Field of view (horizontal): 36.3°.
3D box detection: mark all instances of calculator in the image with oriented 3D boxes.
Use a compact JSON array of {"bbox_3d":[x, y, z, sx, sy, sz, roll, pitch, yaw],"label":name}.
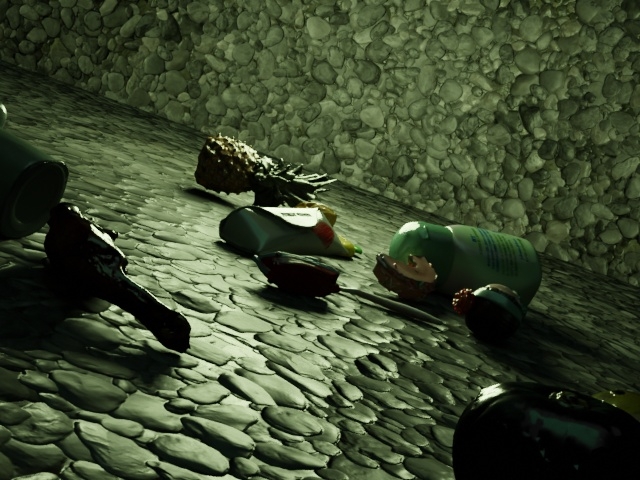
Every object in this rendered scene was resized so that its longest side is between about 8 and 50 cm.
[{"bbox_3d":[0.000,0.000,2.315,0.235,0.032,0.146,10,14,-37],"label":"calculator"}]

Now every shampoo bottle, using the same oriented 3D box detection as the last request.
[{"bbox_3d":[0.327,0.050,2.269,0.349,0.151,0.222,12,39,-17],"label":"shampoo bottle"}]

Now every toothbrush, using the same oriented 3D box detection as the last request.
[{"bbox_3d":[0.096,0.107,1.925,0.307,0.030,0.025,20,2,4],"label":"toothbrush"}]

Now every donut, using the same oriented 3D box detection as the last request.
[{"bbox_3d":[0.190,0.083,2.088,0.166,0.065,0.117,3,39,-44],"label":"donut"}]

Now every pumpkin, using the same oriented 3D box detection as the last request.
[{"bbox_3d":[0.261,0.248,1.092,0.233,0.163,0.233,17,8,-2],"label":"pumpkin"}]

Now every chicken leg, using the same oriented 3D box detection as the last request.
[{"bbox_3d":[-0.310,0.043,1.384,0.158,0.096,0.407,36,-2,-41],"label":"chicken leg"}]

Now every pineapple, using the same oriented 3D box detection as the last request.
[{"bbox_3d":[-0.142,-0.148,2.501,0.364,0.165,0.165,22,10,7],"label":"pineapple"}]

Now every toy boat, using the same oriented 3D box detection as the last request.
[{"bbox_3d":[-0.044,0.059,1.809,0.173,0.069,0.059,14,25,-25],"label":"toy boat"}]

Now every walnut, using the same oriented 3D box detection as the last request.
[{"bbox_3d":[-0.021,-0.045,2.407,0.121,0.091,0.052,-2,43,21],"label":"walnut"}]

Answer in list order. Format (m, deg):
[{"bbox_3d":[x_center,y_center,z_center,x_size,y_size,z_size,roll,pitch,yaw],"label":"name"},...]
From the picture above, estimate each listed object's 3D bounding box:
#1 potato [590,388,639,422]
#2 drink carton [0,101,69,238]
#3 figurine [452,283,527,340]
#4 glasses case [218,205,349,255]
[{"bbox_3d":[0.463,0.281,1.440,0.160,0.111,0.272,20,11,-3],"label":"potato"},{"bbox_3d":[-0.529,-0.102,1.559,0.189,0.185,0.191,34,12,16],"label":"drink carton"},{"bbox_3d":[0.354,0.141,2.020,0.138,0.110,0.245,12,5,15],"label":"figurine"},{"bbox_3d":[-0.065,-0.019,2.100,0.308,0.083,0.128,0,29,-45],"label":"glasses case"}]
